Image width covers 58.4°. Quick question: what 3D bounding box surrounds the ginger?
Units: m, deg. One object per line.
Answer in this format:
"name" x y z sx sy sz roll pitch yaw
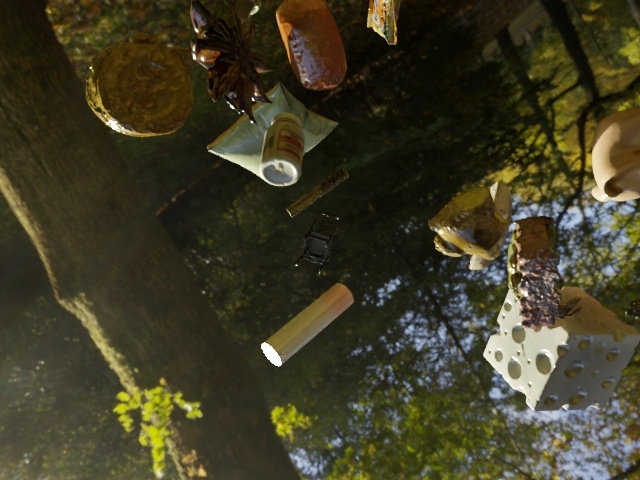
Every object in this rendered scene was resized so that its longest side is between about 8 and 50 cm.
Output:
"ginger" 0.430 -0.018 1.599 0.219 0.270 0.123 -28 -149 14

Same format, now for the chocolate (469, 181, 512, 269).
"chocolate" 0.560 -0.038 1.856 0.185 0.101 0.303 -60 160 -44

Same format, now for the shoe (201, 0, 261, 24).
"shoe" -0.239 -0.641 1.640 0.109 0.149 0.293 -6 -151 36

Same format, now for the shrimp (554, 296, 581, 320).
"shrimp" 0.561 0.163 1.315 0.092 0.038 0.029 -32 -171 25

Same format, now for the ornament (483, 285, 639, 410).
"ornament" 0.625 0.277 1.508 0.240 0.238 0.240 4 -156 -21

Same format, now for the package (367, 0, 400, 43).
"package" 0.122 -0.452 1.111 0.031 0.107 0.120 -10 -142 -16

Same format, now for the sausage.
"sausage" -0.021 -0.529 1.528 0.141 0.267 0.153 -26 -141 -3

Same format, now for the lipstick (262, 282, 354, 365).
"lipstick" -0.034 0.257 1.789 0.327 0.087 0.087 -37 -174 -31

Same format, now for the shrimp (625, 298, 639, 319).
"shrimp" 1.083 0.187 1.583 0.446 0.085 0.272 -1 166 5

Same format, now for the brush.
"brush" -0.010 -0.169 1.966 0.248 0.043 0.036 -35 160 -4

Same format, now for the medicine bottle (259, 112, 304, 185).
"medicine bottle" -0.071 -0.178 1.099 0.079 0.079 0.140 -30 -141 35

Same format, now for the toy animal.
"toy animal" 0.842 -0.234 1.529 0.213 0.255 0.195 0 178 19

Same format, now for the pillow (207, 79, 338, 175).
"pillow" -0.140 -0.315 1.735 0.310 0.119 0.312 -40 147 20

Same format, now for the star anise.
"star anise" -0.190 -0.357 1.138 0.103 0.271 0.272 -8 -163 29

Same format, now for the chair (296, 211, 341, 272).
"chair" 0.000 0.000 1.700 0.212 0.084 0.101 -61 167 -64

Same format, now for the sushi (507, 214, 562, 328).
"sushi" 0.464 0.058 1.241 0.108 0.241 0.161 -3 -146 24

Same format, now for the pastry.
"pastry" -0.428 -0.364 1.361 0.240 0.235 0.132 13 177 -30
